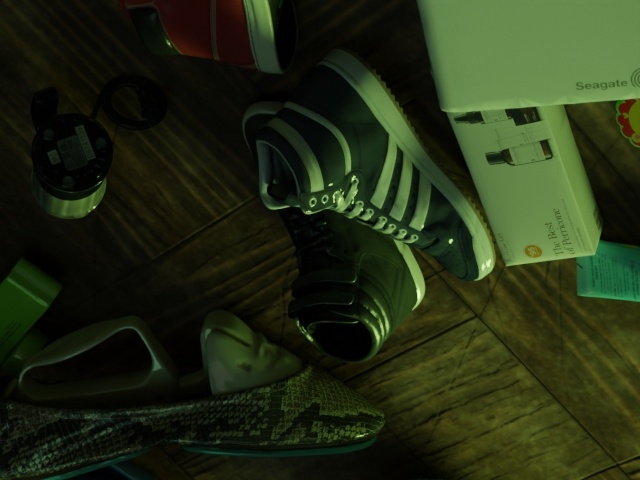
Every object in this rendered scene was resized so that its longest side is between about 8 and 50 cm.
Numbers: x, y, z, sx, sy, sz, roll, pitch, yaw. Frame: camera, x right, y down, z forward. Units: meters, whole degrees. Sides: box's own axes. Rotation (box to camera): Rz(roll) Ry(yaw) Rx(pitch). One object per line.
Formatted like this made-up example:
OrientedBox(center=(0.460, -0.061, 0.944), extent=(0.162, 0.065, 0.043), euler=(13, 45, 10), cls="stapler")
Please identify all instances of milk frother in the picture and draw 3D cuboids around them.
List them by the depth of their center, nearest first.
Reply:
OrientedBox(center=(-0.235, -0.100, 1.884), extent=(0.143, 0.129, 0.135), euler=(-4, 170, -11), cls="milk frother")

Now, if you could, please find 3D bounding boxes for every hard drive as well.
OrientedBox(center=(0.186, -0.266, 1.517), extent=(0.233, 0.047, 0.353), euler=(-3, 132, 15), cls="hard drive")

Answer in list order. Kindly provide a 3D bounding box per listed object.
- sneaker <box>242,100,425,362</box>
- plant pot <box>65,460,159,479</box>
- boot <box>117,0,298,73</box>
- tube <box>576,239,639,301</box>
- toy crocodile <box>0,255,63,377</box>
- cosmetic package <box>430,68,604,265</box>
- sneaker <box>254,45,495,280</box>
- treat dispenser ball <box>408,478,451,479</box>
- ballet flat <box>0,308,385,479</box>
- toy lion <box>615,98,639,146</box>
OrientedBox(center=(0.000, 0.000, 1.833), extent=(0.105, 0.147, 0.295), euler=(-18, 118, 34), cls="sneaker")
OrientedBox(center=(-0.280, 0.408, 2.237), extent=(0.236, 0.212, 0.236), euler=(33, 132, -8), cls="plant pot")
OrientedBox(center=(-0.122, -0.270, 1.701), extent=(0.176, 0.088, 0.244), euler=(10, 134, 16), cls="boot")
OrientedBox(center=(0.356, 0.039, 1.796), extent=(0.207, 0.052, 0.080), euler=(7, 125, 23), cls="tube")
OrientedBox(center=(-0.409, 0.132, 2.145), extent=(0.115, 0.105, 0.340), euler=(33, 128, -9), cls="toy crocodile")
OrientedBox(center=(0.194, -0.087, 1.743), extent=(0.099, 0.060, 0.239), euler=(-7, 125, 27), cls="cosmetic package")
OrientedBox(center=(0.047, -0.037, 1.765), extent=(0.282, 0.153, 0.099), euler=(53, 159, -19), cls="sneaker")
OrientedBox(center=(0.128, 0.414, 2.030), extent=(0.288, 0.288, 0.288), euler=(11, 131, 13), cls="treat dispenser ball")
OrientedBox(center=(-0.176, 0.171, 2.012), extent=(0.483, 0.164, 0.182), euler=(-7, 102, 6), cls="ballet flat")
OrientedBox(center=(0.327, -0.125, 1.682), extent=(0.096, 0.034, 0.100), euler=(18, 132, 17), cls="toy lion")
